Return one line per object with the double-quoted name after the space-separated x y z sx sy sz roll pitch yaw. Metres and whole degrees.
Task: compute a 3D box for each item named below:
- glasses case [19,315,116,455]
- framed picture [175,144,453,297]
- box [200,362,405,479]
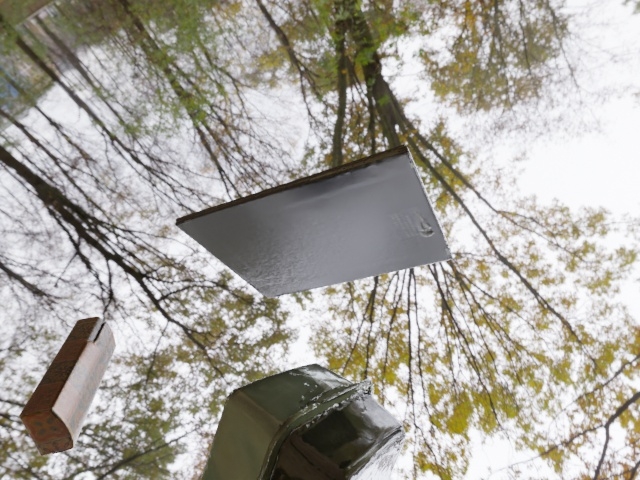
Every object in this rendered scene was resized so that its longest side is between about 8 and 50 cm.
-0.370 0.207 0.639 0.049 0.075 0.218 -10 -156 -7 "glasses case"
0.000 0.000 0.620 0.339 0.255 0.014 -15 -128 22 "framed picture"
-0.031 0.307 0.511 0.166 0.221 0.290 24 -79 32 "box"
